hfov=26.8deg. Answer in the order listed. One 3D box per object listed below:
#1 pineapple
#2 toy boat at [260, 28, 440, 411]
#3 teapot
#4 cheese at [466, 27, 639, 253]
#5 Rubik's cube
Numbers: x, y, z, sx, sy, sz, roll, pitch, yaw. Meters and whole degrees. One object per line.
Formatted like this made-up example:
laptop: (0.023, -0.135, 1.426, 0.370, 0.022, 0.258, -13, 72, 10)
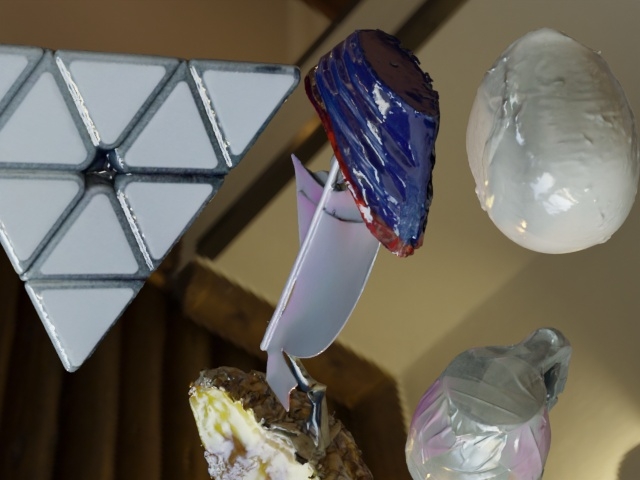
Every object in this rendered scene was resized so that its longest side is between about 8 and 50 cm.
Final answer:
pineapple: (-0.003, 0.231, 1.320, 0.161, 0.158, 0.334, -25, -87, -52)
toy boat: (0.013, -0.002, 1.019, 0.072, 0.318, 0.219, 9, -168, -25)
teapot: (0.216, 0.206, 1.553, 0.221, 0.178, 0.163, -11, -129, -17)
cheese: (0.223, -0.080, 1.273, 0.154, 0.198, 0.189, -1, -120, -3)
Rubik's cube: (-0.194, -0.082, 1.088, 0.228, 0.229, 0.233, 38, -130, 1)
